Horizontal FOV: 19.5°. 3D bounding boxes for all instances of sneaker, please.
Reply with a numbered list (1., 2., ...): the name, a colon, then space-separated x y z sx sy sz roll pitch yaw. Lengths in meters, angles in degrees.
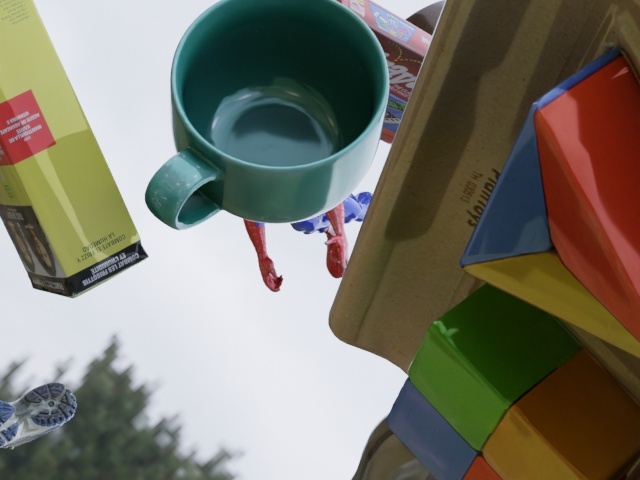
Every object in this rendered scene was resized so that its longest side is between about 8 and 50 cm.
1. sneaker: -0.296 0.176 1.739 0.052 0.135 0.058 68 -29 21

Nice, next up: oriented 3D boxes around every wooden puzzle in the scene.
1. wooden puzzle: 0.147 0.082 0.705 0.348 0.080 0.322 42 -31 15

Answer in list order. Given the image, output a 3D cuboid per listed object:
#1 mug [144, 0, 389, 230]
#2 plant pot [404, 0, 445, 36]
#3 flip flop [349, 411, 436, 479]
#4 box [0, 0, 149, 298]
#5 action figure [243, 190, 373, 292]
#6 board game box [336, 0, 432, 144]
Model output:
1. mug: -0.040 -0.073 1.133 0.097 0.158 0.129 98 -22 -64
2. plant pot: 0.172 -0.155 2.141 0.230 0.215 0.215 58 -18 12
3. flip flop: 0.065 0.162 1.003 0.277 0.112 0.080 107 -29 -61
4. box: -0.186 -0.082 1.127 0.087 0.058 0.232 8 -57 64
5. action figure: 0.000 0.000 1.517 0.280 0.091 0.139 43 35 -61
6. board game box: 0.041 -0.143 1.575 0.145 0.027 0.281 -13 -21 34
